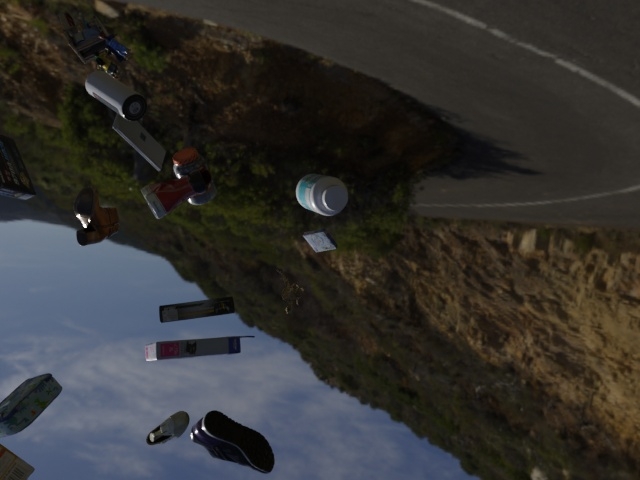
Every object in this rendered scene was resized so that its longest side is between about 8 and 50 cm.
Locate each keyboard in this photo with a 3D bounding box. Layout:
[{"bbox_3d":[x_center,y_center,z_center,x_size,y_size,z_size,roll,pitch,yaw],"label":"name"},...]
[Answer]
[{"bbox_3d":[-0.513,-0.288,1.582,0.014,0.072,0.256,0,160,13],"label":"keyboard"}]

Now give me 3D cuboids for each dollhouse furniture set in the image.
[{"bbox_3d":[-0.860,-0.774,2.005,0.129,0.183,0.129,-27,166,-5],"label":"dollhouse furniture set"}]

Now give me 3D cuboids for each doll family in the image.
[{"bbox_3d":[-0.737,-0.650,1.932,0.111,0.193,0.076,39,-149,-12],"label":"doll family"}]

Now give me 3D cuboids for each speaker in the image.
[{"bbox_3d":[-0.397,-0.282,1.072,0.136,0.055,0.055,34,-164,29],"label":"speaker"}]

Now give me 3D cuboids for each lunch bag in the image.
[{"bbox_3d":[-0.989,0.546,1.833,0.176,0.090,0.219,-19,-158,31],"label":"lunch bag"}]

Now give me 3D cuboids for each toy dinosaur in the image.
[{"bbox_3d":[-0.117,0.198,2.197,0.093,0.183,0.053,-13,-175,-34],"label":"toy dinosaur"}]

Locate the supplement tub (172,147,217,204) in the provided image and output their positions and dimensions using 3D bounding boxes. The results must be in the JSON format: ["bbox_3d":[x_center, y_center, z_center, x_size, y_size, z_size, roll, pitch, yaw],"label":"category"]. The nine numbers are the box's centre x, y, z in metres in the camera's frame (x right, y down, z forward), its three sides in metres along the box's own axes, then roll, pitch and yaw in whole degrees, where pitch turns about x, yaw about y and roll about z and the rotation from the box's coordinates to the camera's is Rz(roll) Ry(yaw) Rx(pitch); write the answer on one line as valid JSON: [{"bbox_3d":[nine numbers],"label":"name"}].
[{"bbox_3d":[-0.462,-0.235,2.019,0.117,0.190,0.117,-11,-142,9],"label":"supplement tub"}]

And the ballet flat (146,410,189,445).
[{"bbox_3d":[-0.387,0.479,1.387,0.052,0.057,0.168,-2,146,-46],"label":"ballet flat"}]

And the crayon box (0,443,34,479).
[{"bbox_3d":[-1.002,0.641,1.540,0.083,0.323,0.203,-23,-153,32],"label":"crayon box"}]

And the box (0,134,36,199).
[{"bbox_3d":[-1.050,-0.250,1.826,0.051,0.220,0.175,-25,173,4],"label":"box"}]

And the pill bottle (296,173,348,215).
[{"bbox_3d":[0.012,-0.173,2.091,0.146,0.146,0.264,7,-173,-22],"label":"pill bottle"}]

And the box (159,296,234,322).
[{"bbox_3d":[-0.406,0.228,1.803,0.231,0.056,0.183,-5,173,-16],"label":"box"}]

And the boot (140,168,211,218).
[{"bbox_3d":[-0.379,-0.135,1.473,0.176,0.088,0.244,-32,-160,-15],"label":"boot"}]

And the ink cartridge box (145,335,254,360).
[{"bbox_3d":[-0.382,0.342,1.761,0.311,0.065,0.186,-2,169,-27],"label":"ink cartridge box"}]

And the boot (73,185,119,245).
[{"bbox_3d":[-0.687,-0.087,1.720,0.073,0.197,0.152,22,-158,14],"label":"boot"}]

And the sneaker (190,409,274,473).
[{"bbox_3d":[-0.275,0.642,1.730,0.283,0.124,0.107,40,-149,-13],"label":"sneaker"}]

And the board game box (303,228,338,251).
[{"bbox_3d":[0.000,0.000,1.918,0.090,0.020,0.090,-11,132,35],"label":"board game box"}]
